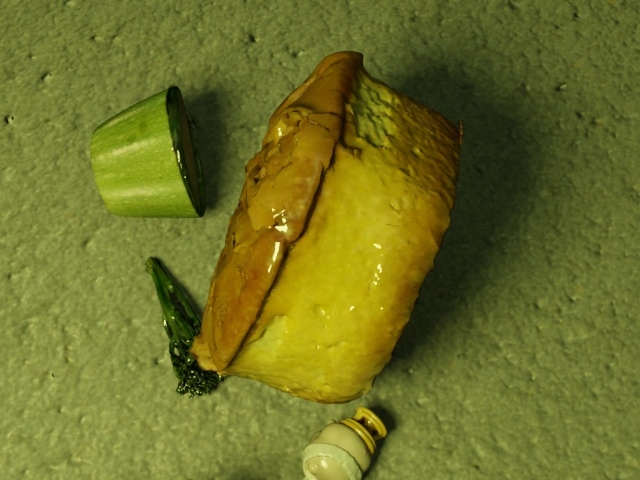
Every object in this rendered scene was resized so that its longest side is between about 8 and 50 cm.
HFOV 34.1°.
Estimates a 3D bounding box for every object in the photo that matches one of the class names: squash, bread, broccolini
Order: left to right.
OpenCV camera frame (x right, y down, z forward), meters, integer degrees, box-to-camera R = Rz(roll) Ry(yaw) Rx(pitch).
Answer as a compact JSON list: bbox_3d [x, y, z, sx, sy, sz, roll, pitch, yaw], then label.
[{"bbox_3d":[-0.209,-0.101,1.311,0.123,0.170,0.170,-12,64,8],"label":"squash"},{"bbox_3d":[-0.169,0.103,1.278,0.074,0.058,0.201,-11,48,-24],"label":"broccolini"},{"bbox_3d":[0.000,0.000,1.147,0.215,0.398,0.398,22,64,-5],"label":"bread"}]

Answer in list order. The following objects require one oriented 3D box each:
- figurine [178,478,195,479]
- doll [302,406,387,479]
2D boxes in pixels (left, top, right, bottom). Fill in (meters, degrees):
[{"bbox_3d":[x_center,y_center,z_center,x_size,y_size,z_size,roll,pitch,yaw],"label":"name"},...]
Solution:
[{"bbox_3d":[-0.184,0.425,1.026,0.320,0.196,0.323,-21,58,13],"label":"figurine"},{"bbox_3d":[0.012,0.246,1.198,0.127,0.073,0.084,-42,40,-24],"label":"doll"}]
